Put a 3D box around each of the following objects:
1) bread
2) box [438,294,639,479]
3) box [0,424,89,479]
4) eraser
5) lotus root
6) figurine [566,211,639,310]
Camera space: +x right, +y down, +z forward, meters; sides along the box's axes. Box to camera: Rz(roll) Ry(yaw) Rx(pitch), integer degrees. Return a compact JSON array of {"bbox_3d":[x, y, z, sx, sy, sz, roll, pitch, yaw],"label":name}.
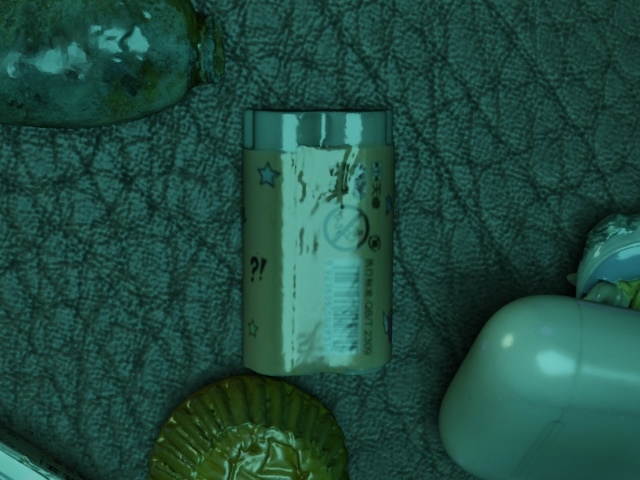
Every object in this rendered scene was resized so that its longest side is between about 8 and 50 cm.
[{"bbox_3d":[-0.077,0.267,1.669,0.240,0.139,0.240,0,94,-7],"label":"bread"},{"bbox_3d":[0.317,0.181,1.639,0.349,0.288,0.141,10,56,-7],"label":"box"},{"bbox_3d":[-0.382,0.348,1.674,0.221,0.091,0.274,36,92,-9],"label":"box"},{"bbox_3d":[0.000,0.000,1.673,0.171,0.087,0.290,-1,98,-8],"label":"eraser"},{"bbox_3d":[-0.278,-0.200,1.585,0.350,0.175,0.175,-7,97,1],"label":"lotus root"},{"bbox_3d":[0.360,0.054,1.696,0.208,0.128,0.184,-28,101,7],"label":"figurine"}]
